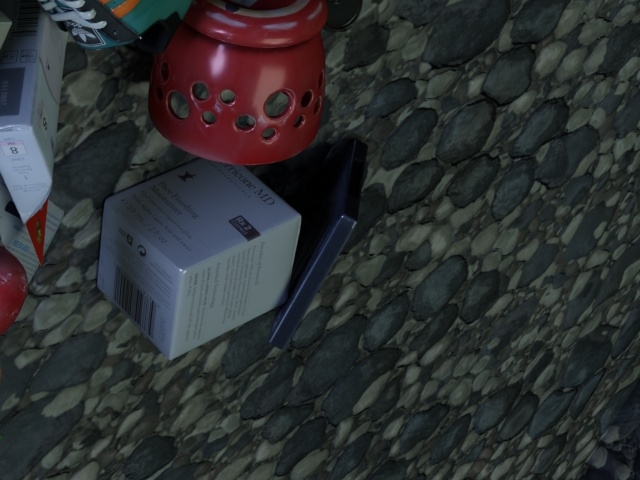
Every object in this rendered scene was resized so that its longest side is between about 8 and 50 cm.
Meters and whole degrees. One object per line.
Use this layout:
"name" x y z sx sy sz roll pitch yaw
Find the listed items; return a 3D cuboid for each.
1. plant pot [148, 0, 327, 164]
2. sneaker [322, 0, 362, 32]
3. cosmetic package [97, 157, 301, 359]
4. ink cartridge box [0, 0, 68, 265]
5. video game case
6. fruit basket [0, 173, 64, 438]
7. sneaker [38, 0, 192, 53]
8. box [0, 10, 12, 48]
"plant pot" -0.082 -0.200 1.966 0.191 0.191 0.174 -22 140 -38
"sneaker" 0.027 -0.290 2.072 0.083 0.118 0.222 -40 150 -13
"cosmetic package" -0.146 0.014 2.178 0.184 0.151 0.151 -27 145 -34
"ink cartridge box" -0.276 -0.115 1.830 0.066 0.189 0.232 -6 145 9
"video game case" 0.000 0.000 2.318 0.196 0.026 0.274 -60 -172 22
"fruit basket" -0.391 0.094 1.856 0.327 0.165 0.353 53 59 -81
"sneaker" -0.219 -0.241 1.728 0.302 0.108 0.121 5 102 -56
"box" -0.405 -0.118 1.731 0.113 0.094 0.275 -4 130 -50
